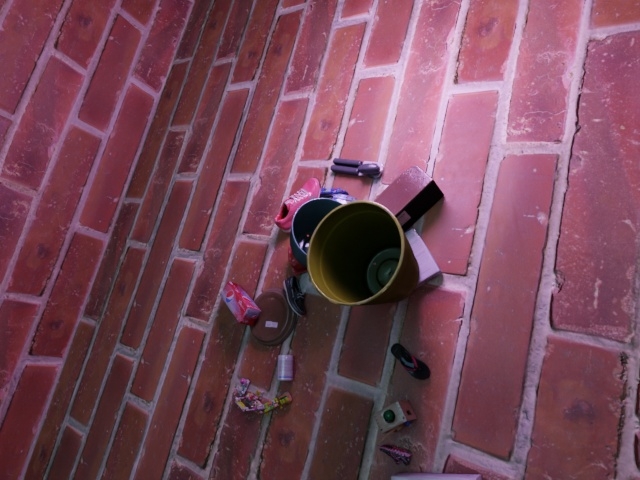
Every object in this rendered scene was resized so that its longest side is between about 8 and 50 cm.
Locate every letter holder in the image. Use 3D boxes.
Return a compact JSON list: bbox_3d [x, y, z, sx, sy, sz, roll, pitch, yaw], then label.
[{"bbox_3d":[0.318,-0.176,1.702,0.302,0.152,0.214,-44,54,12],"label":"letter holder"}]

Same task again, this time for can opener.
[{"bbox_3d":[0.160,-0.350,1.896,0.283,0.095,0.076,15,80,35],"label":"can opener"}]

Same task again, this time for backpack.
[{"bbox_3d":[0.093,-0.170,1.837,0.173,0.158,0.117,3,82,30],"label":"backpack"}]

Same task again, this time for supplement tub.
[{"bbox_3d":[-0.155,0.561,1.784,0.071,0.071,0.107,-10,68,29],"label":"supplement tub"}]

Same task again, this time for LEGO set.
[{"bbox_3d":[-0.270,0.704,1.783,0.286,0.107,0.132,3,75,33],"label":"LEGO set"}]

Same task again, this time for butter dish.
[{"bbox_3d":[-0.097,0.061,1.897,0.160,0.118,0.160,-19,64,25],"label":"butter dish"}]

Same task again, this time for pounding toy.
[{"bbox_3d":[0.259,0.647,1.446,0.130,0.141,0.100,-36,58,17],"label":"pounding toy"}]

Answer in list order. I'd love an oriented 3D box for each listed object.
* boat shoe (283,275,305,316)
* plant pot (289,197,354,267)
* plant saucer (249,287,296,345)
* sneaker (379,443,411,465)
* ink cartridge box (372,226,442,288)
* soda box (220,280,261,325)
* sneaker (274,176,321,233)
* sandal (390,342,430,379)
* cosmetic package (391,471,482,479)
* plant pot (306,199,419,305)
[{"bbox_3d":[-0.111,0.251,1.866,0.065,0.075,0.206,-40,52,18],"label":"boat shoe"},{"bbox_3d":[0.000,0.000,1.754,0.292,0.235,0.293,5,66,-13],"label":"plant pot"},{"bbox_3d":[-0.237,0.358,1.929,0.277,0.041,0.278,-11,68,28],"label":"plant saucer"},{"bbox_3d":[0.267,0.774,1.461,0.119,0.047,0.057,1,85,34],"label":"sneaker"},{"bbox_3d":[0.343,0.095,1.651,0.223,0.045,0.224,-35,58,18],"label":"ink cartridge box"},{"bbox_3d":[-0.395,0.306,1.985,0.263,0.083,0.092,36,97,49],"label":"soda box"},{"bbox_3d":[-0.110,-0.179,1.981,0.116,0.136,0.314,35,93,35],"label":"sneaker"},{"bbox_3d":[0.332,0.458,1.530,0.179,0.040,0.067,37,94,36],"label":"sandal"},{"bbox_3d":[0.391,0.953,1.281,0.284,0.097,0.378,-15,66,29],"label":"cosmetic package"},{"bbox_3d":[0.197,0.084,1.500,0.366,0.353,0.367,-11,68,30],"label":"plant pot"}]
